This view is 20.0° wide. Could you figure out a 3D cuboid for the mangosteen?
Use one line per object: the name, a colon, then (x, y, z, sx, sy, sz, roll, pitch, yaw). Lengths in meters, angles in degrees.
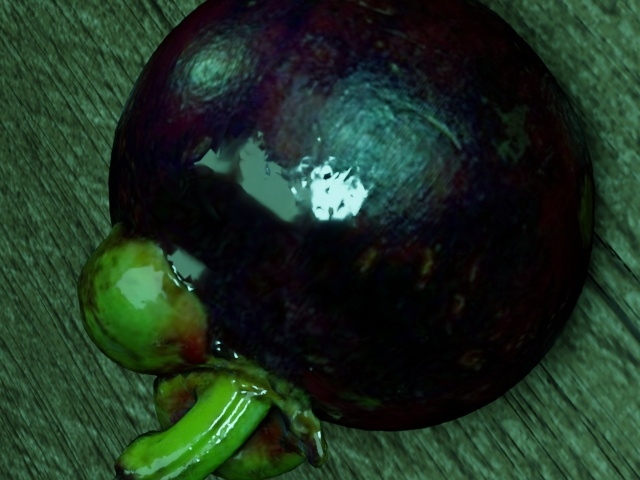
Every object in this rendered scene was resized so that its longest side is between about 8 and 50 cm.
mangosteen: (0.000, 0.000, 1.101, 0.306, 0.359, 0.306, 26, 148, 18)
